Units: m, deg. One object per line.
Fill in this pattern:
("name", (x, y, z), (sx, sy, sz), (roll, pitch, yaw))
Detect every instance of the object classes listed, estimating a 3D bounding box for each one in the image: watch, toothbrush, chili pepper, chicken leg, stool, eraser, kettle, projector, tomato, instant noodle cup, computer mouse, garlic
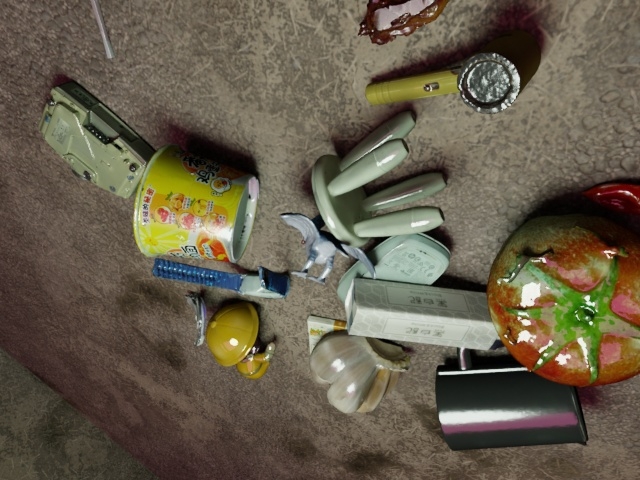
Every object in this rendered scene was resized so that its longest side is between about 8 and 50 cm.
("watch", (-0.225, 0.101, 1.076), (0.276, 0.068, 0.274), (5, 171, 12))
("toothbrush", (-0.456, -0.477, 0.881), (0.017, 0.014, 0.195), (12, 128, 13))
("chili pepper", (0.563, -0.069, 0.749), (0.191, 0.050, 0.059), (11, 145, 24))
("chicken leg", (0.152, -0.384, 0.682), (0.219, 0.048, 0.089), (-18, 119, 32))
("stool", (0.113, -0.103, 0.814), (0.198, 0.195, 0.195), (-19, 116, 31))
("eraser", (0.260, 0.168, 0.947), (0.403, 0.096, 0.098), (8, 130, -5))
("kettle", (0.457, 0.370, 1.063), (0.307, 0.262, 0.203), (-16, 153, 27))
("projector", (-0.555, -0.228, 1.060), (0.269, 0.088, 0.193), (42, 126, -11))
("tomato", (0.456, 0.100, 0.786), (0.303, 0.239, 0.304), (4, 101, 21))
("instant noodle cup", (-0.262, -0.067, 0.966), (0.200, 0.264, 0.264), (14, 129, 3))
("computer mouse", (0.157, 0.072, 0.990), (0.159, 0.097, 0.288), (28, 126, -19))
("garlic", (0.097, 0.363, 1.200), (0.292, 0.237, 0.210), (-49, 54, 27))

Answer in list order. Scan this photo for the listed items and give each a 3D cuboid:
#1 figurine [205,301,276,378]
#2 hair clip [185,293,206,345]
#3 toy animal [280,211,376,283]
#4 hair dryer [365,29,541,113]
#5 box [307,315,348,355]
("figurine", (-0.236, 0.307, 1.276), (0.192, 0.167, 0.257), (3, 127, 36))
("hair clip", (-0.364, 0.219, 1.271), (0.049, 0.172, 0.116), (-5, 122, -21))
("toy animal", (0.000, 0.000, 0.900), (0.239, 0.177, 0.255), (26, 161, -24))
("hair dryer", (0.204, -0.268, 0.718), (0.278, 0.135, 0.090), (6, 129, 40))
("box", (0.028, 0.316, 1.266), (0.122, 0.032, 0.221), (7, 127, 14))
